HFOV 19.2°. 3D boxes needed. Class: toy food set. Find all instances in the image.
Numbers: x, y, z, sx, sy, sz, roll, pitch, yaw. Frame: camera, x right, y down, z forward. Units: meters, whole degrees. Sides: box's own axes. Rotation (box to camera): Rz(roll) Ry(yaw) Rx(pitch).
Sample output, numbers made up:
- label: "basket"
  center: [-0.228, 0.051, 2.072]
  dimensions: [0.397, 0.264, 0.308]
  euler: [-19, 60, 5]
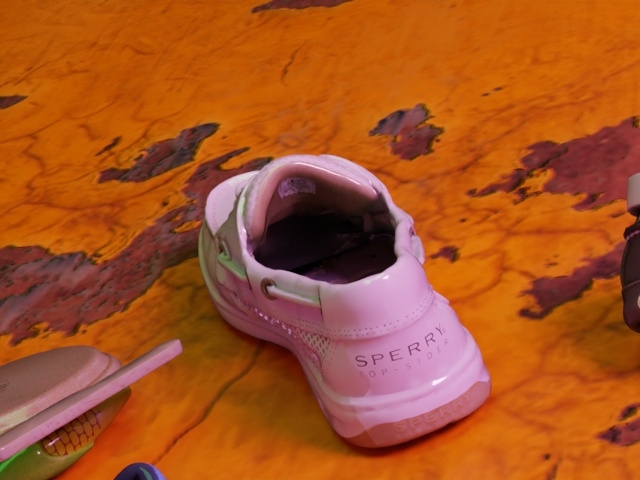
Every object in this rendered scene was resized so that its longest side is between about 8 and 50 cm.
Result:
- label: "toy food set"
  center: [-0.154, 0.091, 0.909]
  dimensions: [0.132, 0.038, 0.192]
  euler: [-30, 15, -37]

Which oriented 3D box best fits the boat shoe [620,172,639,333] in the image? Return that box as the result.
- label: "boat shoe"
  center: [0.231, 0.012, 0.766]
  dimensions: [0.227, 0.069, 0.081]
  euler: [3, -9, 32]

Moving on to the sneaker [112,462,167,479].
- label: "sneaker"
  center: [-0.107, 0.159, 0.665]
  dimensions: [0.069, 0.082, 0.209]
  euler: [1, 31, 33]

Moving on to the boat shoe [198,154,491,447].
- label: "boat shoe"
  center: [0.000, 0.000, 0.913]
  dimensions: [0.098, 0.096, 0.277]
  euler: [-24, 24, -13]
